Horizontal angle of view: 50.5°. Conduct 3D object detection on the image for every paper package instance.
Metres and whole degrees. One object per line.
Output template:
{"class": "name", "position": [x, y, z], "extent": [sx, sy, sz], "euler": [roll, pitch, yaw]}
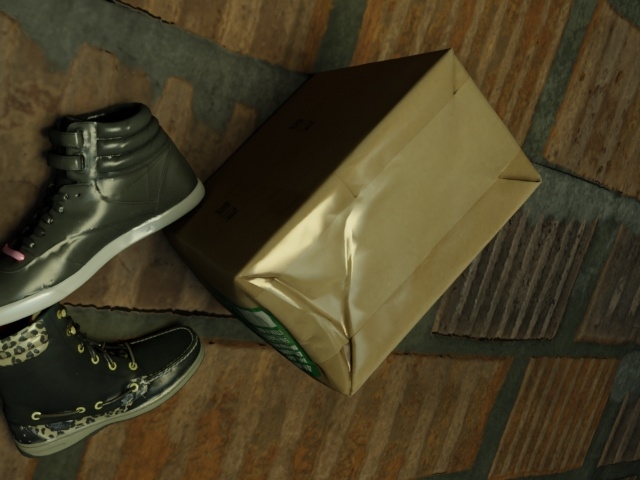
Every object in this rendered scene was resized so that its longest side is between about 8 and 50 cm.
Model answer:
{"class": "paper package", "position": [0.010, -0.037, 0.737], "extent": [0.309, 0.325, 0.168], "euler": [-47, 114, -11]}

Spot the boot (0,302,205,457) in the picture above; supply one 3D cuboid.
{"class": "boot", "position": [-0.253, 0.123, 0.758], "extent": [0.236, 0.085, 0.179], "euler": [-27, 130, -22]}

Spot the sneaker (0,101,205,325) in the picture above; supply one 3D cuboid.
{"class": "sneaker", "position": [-0.267, -0.038, 0.690], "extent": [0.295, 0.104, 0.147], "euler": [-38, 125, -27]}
